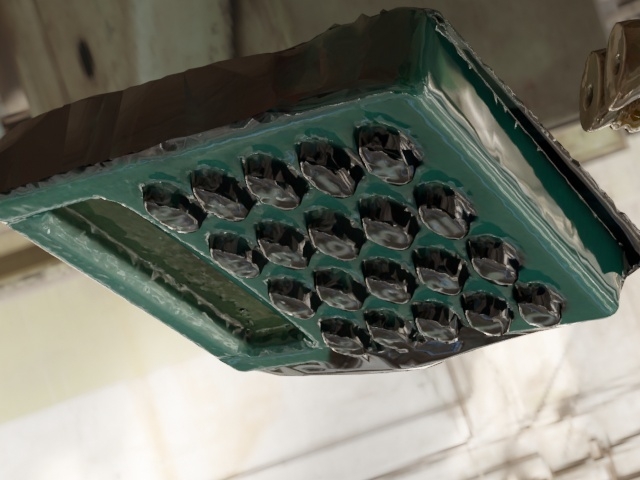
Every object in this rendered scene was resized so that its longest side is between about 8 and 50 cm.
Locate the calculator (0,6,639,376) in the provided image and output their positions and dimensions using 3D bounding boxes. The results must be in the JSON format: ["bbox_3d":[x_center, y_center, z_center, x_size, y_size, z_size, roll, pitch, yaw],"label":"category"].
[{"bbox_3d":[0.000,0.000,0.611,0.274,0.058,0.248,-11,147,32],"label":"calculator"}]

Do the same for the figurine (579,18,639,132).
[{"bbox_3d":[0.143,-0.032,0.323,0.143,0.068,0.101,1,164,19],"label":"figurine"}]
